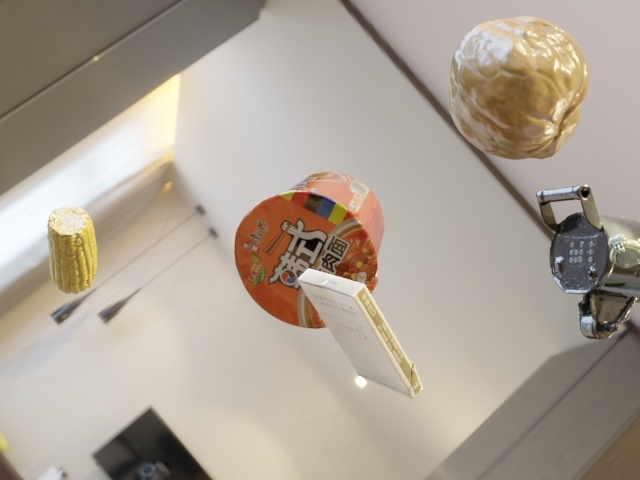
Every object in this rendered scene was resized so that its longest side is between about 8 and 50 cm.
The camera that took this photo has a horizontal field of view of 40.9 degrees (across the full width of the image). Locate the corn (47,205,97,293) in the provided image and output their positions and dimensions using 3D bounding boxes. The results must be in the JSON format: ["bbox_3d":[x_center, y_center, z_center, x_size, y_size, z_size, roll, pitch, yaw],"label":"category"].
[{"bbox_3d":[-0.483,0.023,1.672,0.093,0.093,0.244,46,-30,13],"label":"corn"}]

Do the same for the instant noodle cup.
[{"bbox_3d":[0.000,0.000,1.494,0.250,0.192,0.250,7,-66,15],"label":"instant noodle cup"}]

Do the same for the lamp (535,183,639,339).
[{"bbox_3d":[0.704,0.031,2.071,0.205,0.272,0.374,-6,-82,64],"label":"lamp"}]

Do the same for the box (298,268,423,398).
[{"bbox_3d":[0.054,0.121,1.120,0.109,0.029,0.198,14,-36,47],"label":"box"}]

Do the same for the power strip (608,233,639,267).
[{"bbox_3d":[0.495,0.022,1.391,0.083,0.055,0.035,43,34,-36],"label":"power strip"}]

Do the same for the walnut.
[{"bbox_3d":[0.387,-0.304,1.697,0.285,0.285,0.296,43,14,22],"label":"walnut"}]
